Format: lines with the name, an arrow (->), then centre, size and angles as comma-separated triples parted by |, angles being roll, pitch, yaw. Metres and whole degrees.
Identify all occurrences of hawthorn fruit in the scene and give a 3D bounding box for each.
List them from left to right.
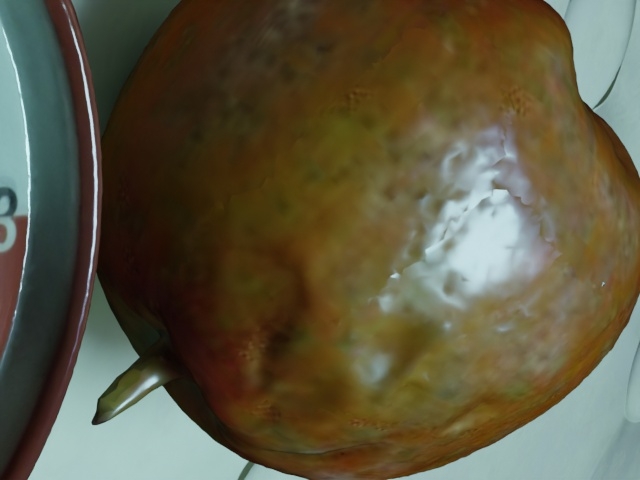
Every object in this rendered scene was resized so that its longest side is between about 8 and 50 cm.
hawthorn fruit -> 0.000, 0.000, 0.723 | 0.298, 0.277, 0.277 | -41, 139, -24

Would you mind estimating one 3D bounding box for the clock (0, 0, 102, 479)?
clock -> -0.185, -0.003, 0.474 | 0.318, 0.080, 0.319 | -24, 118, -59
